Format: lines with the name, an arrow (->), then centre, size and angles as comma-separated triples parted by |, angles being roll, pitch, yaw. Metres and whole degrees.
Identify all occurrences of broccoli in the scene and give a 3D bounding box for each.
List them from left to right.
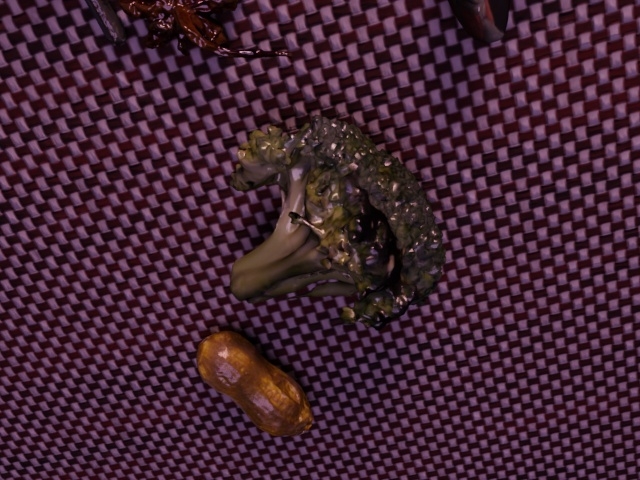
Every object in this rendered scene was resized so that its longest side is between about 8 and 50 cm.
broccoli -> 0.000, 0.000, 0.738 | 0.243, 0.246, 0.263 | -32, 137, 24

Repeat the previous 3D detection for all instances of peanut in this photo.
peanut -> -0.093, 0.208, 0.948 | 0.087, 0.087, 0.207 | -37, 111, 20

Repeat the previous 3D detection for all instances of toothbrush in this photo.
toothbrush -> -0.280, -0.336, 0.670 | 0.031, 0.030, 0.297 | -25, 116, 4

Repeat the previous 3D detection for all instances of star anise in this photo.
star anise -> -0.120, -0.232, 0.705 | 0.191, 0.070, 0.097 | 12, 118, -8

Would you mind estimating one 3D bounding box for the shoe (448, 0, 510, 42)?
shoe -> 0.179, -0.337, 0.616 | 0.137, 0.114, 0.290 | -3, 117, -3
